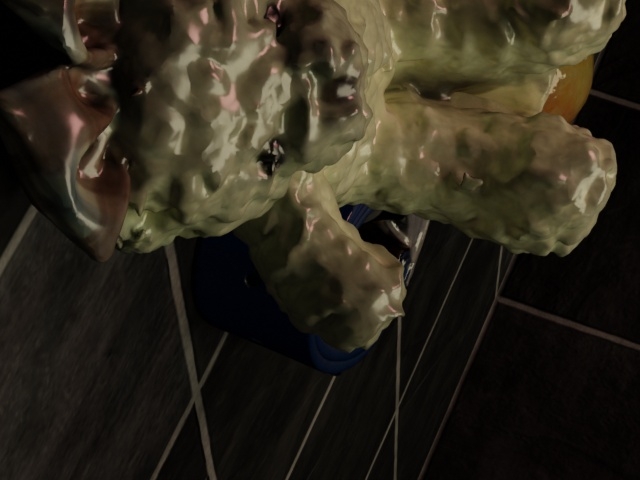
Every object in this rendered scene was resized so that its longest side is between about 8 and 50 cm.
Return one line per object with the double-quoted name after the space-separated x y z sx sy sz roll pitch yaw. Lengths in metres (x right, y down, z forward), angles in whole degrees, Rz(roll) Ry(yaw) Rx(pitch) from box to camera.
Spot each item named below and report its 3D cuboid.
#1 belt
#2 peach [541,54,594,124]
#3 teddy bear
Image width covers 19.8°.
0.000 0.000 1.589 0.347 0.117 0.212 11 99 -76 "belt"
0.137 -0.169 1.684 0.257 0.232 0.232 1 108 -64 "peach"
0.019 -0.092 1.090 0.362 0.375 0.327 -98 -168 -86 "teddy bear"
